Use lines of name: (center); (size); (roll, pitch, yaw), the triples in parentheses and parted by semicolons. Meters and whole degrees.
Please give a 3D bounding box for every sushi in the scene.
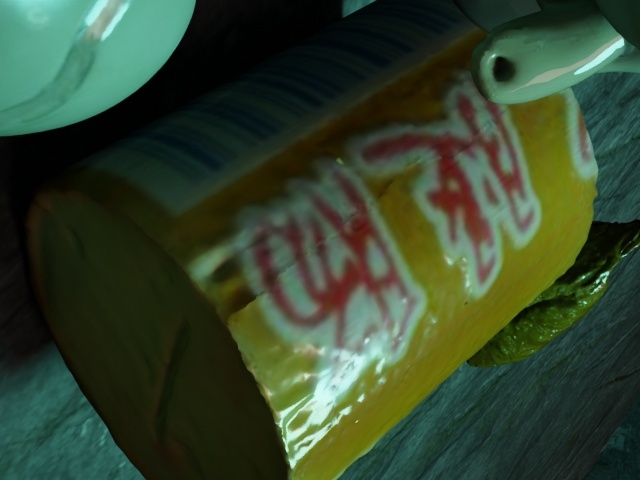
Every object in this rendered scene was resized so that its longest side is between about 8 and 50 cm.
sushi: (0.221, 0.036, 1.093); (0.140, 0.149, 0.287); (-44, 174, -41)

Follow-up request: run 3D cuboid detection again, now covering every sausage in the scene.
sausage: (0.000, 0.000, 0.607); (0.287, 0.233, 0.233); (-35, 148, -34)

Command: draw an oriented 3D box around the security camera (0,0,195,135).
security camera: (-0.092, -0.159, 0.335); (0.277, 0.197, 0.191); (-53, 160, 16)

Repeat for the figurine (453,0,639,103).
figurine: (0.127, -0.184, 0.454); (0.203, 0.381, 0.248); (-17, 129, -3)
